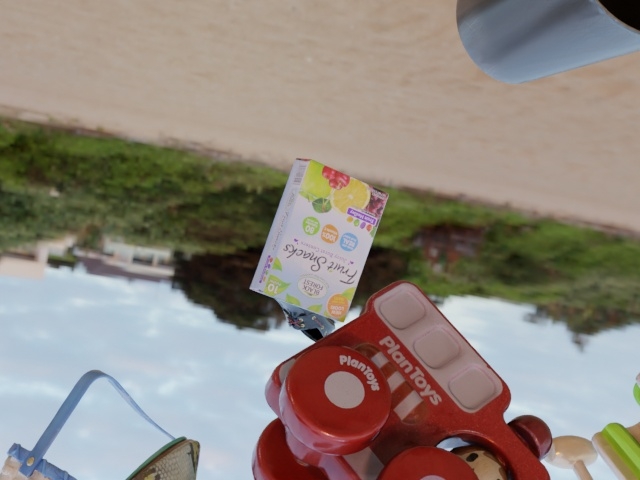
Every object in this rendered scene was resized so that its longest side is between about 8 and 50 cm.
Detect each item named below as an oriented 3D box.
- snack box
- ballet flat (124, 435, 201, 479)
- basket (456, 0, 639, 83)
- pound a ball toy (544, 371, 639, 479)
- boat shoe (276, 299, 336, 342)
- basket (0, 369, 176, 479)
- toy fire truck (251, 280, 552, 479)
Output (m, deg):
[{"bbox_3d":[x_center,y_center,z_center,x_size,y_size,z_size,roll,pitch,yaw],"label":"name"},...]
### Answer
[{"bbox_3d":[0.000,0.000,1.160,0.100,0.141,0.037,22,175,-27],"label":"snack box"},{"bbox_3d":[-0.153,0.230,0.899,0.079,0.077,0.221,36,-147,21],"label":"ballet flat"},{"bbox_3d":[0.239,-0.231,1.063,0.204,0.154,0.227,-16,-179,-29],"label":"basket"},{"bbox_3d":[0.451,0.309,1.441,0.136,0.208,0.319,0,-140,-36],"label":"pound a ball toy"},{"bbox_3d":[-0.019,0.091,1.418,0.049,0.042,0.133,16,164,31],"label":"boat shoe"},{"bbox_3d":[-0.341,0.359,1.665,0.201,0.289,0.255,21,154,44],"label":"basket"},{"bbox_3d":[0.096,0.195,1.111,0.254,0.169,0.302,-30,-113,-33],"label":"toy fire truck"}]
